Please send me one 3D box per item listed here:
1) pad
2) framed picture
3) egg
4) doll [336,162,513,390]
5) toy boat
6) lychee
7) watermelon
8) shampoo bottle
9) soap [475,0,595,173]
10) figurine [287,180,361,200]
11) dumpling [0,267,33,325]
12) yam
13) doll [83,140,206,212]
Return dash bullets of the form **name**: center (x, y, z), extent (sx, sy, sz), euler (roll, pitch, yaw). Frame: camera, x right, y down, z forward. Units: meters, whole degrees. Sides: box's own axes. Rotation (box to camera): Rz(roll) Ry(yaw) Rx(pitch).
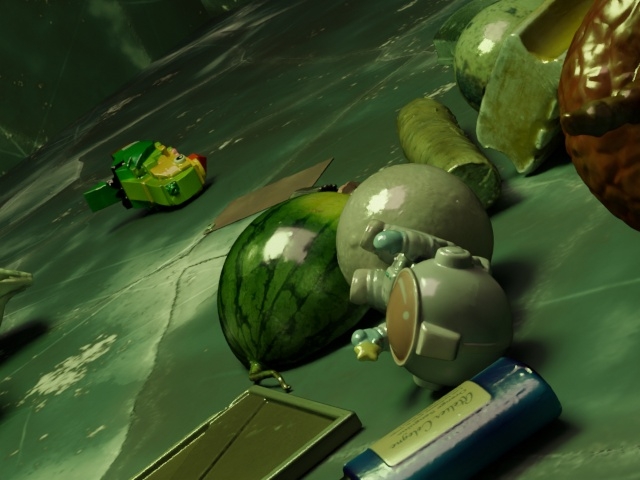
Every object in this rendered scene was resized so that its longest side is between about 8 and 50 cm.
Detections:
- **pad**: center (-0.075, -0.064, 2.086), extent (0.187, 0.006, 0.113), euler (-21, 17, 29)
- **framed picture**: center (-0.123, 0.224, 1.257), extent (0.289, 0.020, 0.211), euler (-37, 17, -21)
- **egg**: center (0.238, -0.220, 1.748), extent (0.181, 0.141, 0.141), euler (-44, 20, -30)
- **doll**: center (0.094, 0.034, 1.259), extent (0.151, 0.151, 0.287), euler (-29, 23, 6)
- **toy boat**: center (0.278, -0.266, 1.927), extent (0.141, 0.092, 0.319), euler (-35, 23, -20)
- **lychee**: center (0.300, -0.116, 1.112), extent (0.300, 0.255, 0.255), euler (7, -12, -38)
- **watermelon**: center (-0.024, 0.030, 1.484), extent (0.232, 0.127, 0.204), euler (-42, 22, -20)
- **shampoo bottle**: center (0.079, 0.152, 1.051), extent (0.183, 0.050, 0.087), euler (-33, 19, -10)
- **soap**: center (0.287, -0.212, 1.593), extent (0.274, 0.089, 0.173), euler (-41, -23, -35)
- **figurine**: center (0.016, -0.047, 1.781), extent (0.129, 0.054, 0.072), euler (-15, 6, 40)
- **dumpling**: center (-0.561, 0.150, 2.036), extent (0.341, 0.181, 0.260), euler (-58, 4, -10)
- **yam**: center (0.138, -0.099, 1.675), extent (0.083, 0.083, 0.371), euler (-29, 14, 5)
- **doll**: center (-0.269, -0.099, 2.362), extent (0.186, 0.106, 0.134), euler (2, 38, 34)
